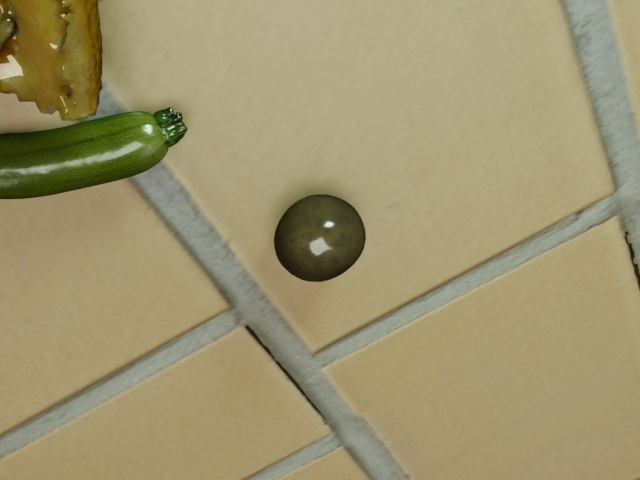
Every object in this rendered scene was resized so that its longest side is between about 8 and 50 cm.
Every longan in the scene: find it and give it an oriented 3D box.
[{"bbox_3d":[0.000,0.000,0.661,0.106,0.106,0.119,-15,160,-2],"label":"longan"}]

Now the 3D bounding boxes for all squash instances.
[{"bbox_3d":[-0.259,-0.082,0.580,0.258,0.069,0.069,-10,120,-5],"label":"squash"}]

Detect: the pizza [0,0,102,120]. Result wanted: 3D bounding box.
[{"bbox_3d":[-0.386,-0.254,0.396,0.406,0.130,0.440,-10,122,11],"label":"pizza"}]
